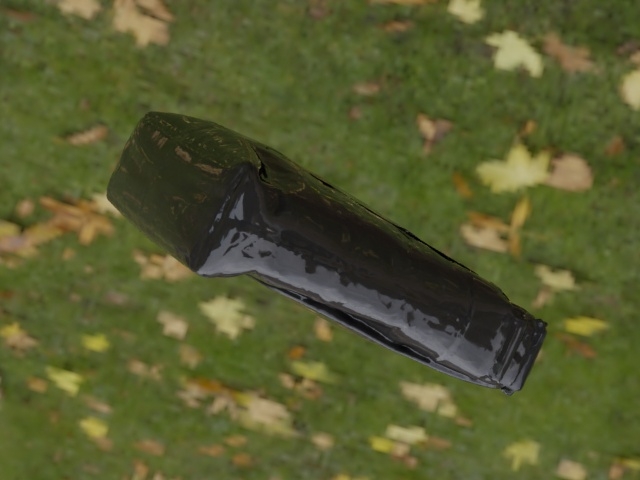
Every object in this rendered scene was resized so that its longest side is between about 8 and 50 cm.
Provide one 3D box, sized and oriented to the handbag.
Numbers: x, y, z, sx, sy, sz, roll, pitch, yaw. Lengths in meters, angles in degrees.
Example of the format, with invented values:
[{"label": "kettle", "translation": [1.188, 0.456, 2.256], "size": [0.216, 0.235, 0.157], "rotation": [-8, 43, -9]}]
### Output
[{"label": "handbag", "translation": [0.000, 0.000, 0.998], "size": [0.223, 0.080, 0.247], "rotation": [22, -176, -23]}]
